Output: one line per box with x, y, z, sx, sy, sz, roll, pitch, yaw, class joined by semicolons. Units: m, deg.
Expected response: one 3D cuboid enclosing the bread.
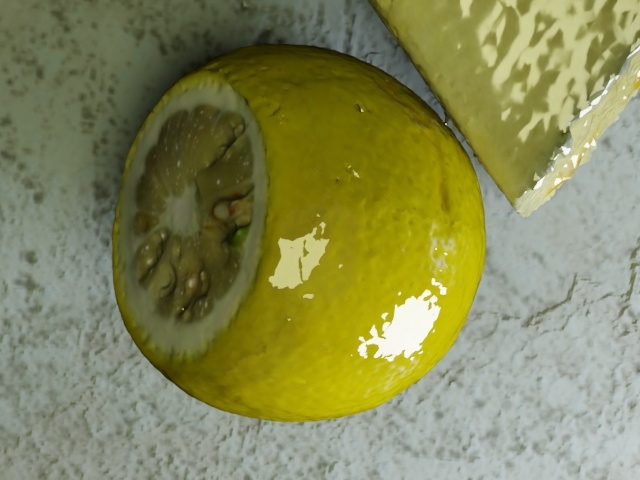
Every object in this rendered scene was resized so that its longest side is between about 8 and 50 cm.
0.132;-0.266;1.226;0.346;0.242;0.405;-41;92;9;bread

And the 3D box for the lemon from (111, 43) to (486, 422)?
0.000;0.000;1.237;0.219;0.240;0.240;11;109;-37;lemon
